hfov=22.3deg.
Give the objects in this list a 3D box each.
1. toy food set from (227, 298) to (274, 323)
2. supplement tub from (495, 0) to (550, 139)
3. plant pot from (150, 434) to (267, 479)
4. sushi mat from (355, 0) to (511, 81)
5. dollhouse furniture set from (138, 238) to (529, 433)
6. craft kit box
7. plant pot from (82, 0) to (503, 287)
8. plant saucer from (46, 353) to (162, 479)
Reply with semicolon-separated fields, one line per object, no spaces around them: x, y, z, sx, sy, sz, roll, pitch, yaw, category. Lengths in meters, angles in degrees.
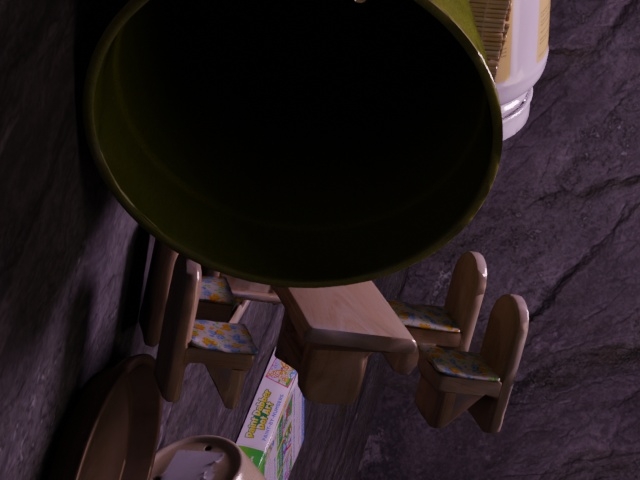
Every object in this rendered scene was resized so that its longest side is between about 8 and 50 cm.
-0.067;0.022;2.168;0.128;0.071;0.217;-55;157;-63;toy food set
0.152;-0.298;1.918;0.241;0.241;0.331;-63;156;-52;supplement tub
-0.126;0.379;1.956;0.256;0.257;0.274;-63;146;-52;plant pot
0.053;-0.252;1.798;0.019;0.317;0.151;-86;180;-56;sushi mat
0.000;0.000;1.764;0.394;0.362;0.256;-125;-135;-66;dollhouse furniture set
-0.085;0.336;2.540;0.249;0.061;0.246;91;14;-50;craft kit box
-0.011;-0.206;1.540;0.353;0.367;0.366;-83;178;-49;plant pot
-0.230;0.249;1.688;0.278;0.041;0.277;14;90;-80;plant saucer
